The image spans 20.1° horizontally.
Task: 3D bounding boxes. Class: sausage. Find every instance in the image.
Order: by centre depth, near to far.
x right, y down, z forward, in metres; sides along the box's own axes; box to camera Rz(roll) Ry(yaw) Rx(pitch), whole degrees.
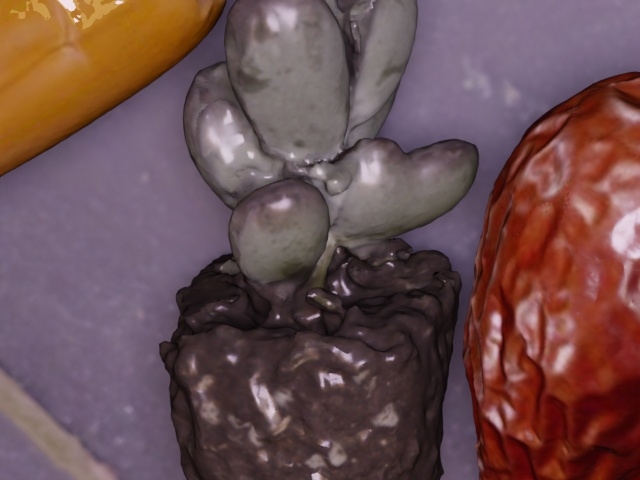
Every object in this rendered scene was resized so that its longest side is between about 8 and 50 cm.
[{"bbox_3d":[-0.216,-0.068,0.892,0.354,0.116,0.134,-28,62,12],"label":"sausage"}]

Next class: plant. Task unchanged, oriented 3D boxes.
[{"bbox_3d":[0.000,0.002,0.876,0.149,0.146,0.274,3,100,6],"label":"plant"}]

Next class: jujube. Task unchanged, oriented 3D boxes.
[{"bbox_3d":[0.145,0.036,0.867,0.168,0.168,0.236,14,116,1],"label":"jujube"}]
